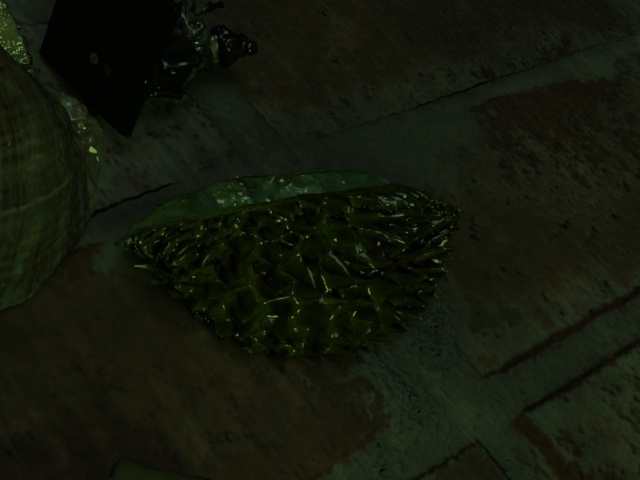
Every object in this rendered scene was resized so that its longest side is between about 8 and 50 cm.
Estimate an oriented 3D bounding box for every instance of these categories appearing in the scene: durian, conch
[{"bbox_3d":[0.000,0.011,1.098,0.394,0.163,0.198,-16,22,-40],"label":"durian"},{"bbox_3d":[-0.325,-0.087,0.935,0.352,0.210,0.297,-14,75,-32],"label":"conch"}]

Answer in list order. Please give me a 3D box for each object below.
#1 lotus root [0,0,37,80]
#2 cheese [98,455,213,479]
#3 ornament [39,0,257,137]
[{"bbox_3d":[-0.367,-0.220,1.102,0.135,0.095,0.159,-14,100,-28],"label":"lotus root"},{"bbox_3d":[-0.164,0.235,0.808,0.203,0.091,0.175,16,46,-14],"label":"cheese"},{"bbox_3d":[-0.158,-0.214,1.170,0.153,0.166,0.196,44,33,24],"label":"ornament"}]
